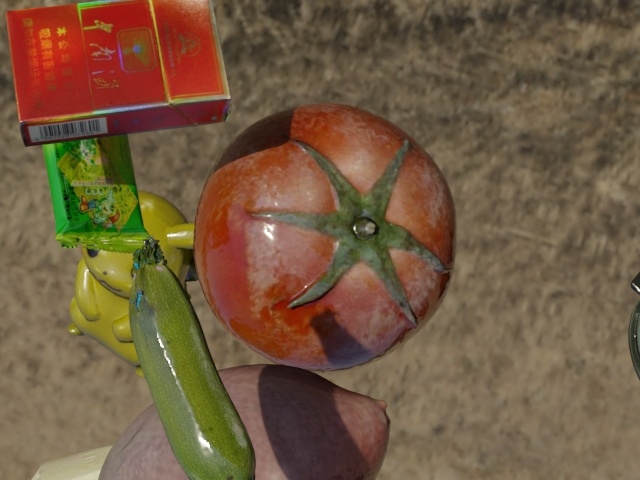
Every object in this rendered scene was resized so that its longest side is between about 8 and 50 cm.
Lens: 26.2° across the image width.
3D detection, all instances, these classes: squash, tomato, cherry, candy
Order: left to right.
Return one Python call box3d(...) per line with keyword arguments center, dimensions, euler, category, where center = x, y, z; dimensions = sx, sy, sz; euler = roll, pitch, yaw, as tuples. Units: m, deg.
box3d(center=(-0.215, -0.072, 1.292), dimensions=(0.102, 0.178, 0.032), euler=(0, 159, -37), category="candy")
box3d(center=(-0.088, 0.084, 0.888), dimensions=(0.052, 0.183, 0.052), euler=(-20, 166, -5), category="squash")
box3d(center=(-0.069, 0.199, 1.149), dimensions=(0.206, 0.239, 0.239), euler=(27, 159, 23), category="cherry")
box3d(center=(0.000, 0.000, 1.363), dimensions=(0.265, 0.265, 0.265), euler=(16, 155, 8), category="tomato")

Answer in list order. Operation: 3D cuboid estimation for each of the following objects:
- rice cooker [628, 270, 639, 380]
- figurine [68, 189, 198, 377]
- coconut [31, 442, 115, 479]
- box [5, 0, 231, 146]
box3d(center=(0.520, 0.113, 1.717), dimensions=(0.280, 0.241, 0.227), euler=(37, 149, 12), category="rice cooker")
box3d(center=(-0.241, 0.041, 1.901), dimensions=(0.218, 0.169, 0.326), euler=(29, 142, 10), category="figurine")
box3d(center=(-0.221, 0.339, 1.535), dimensions=(0.241, 0.241, 0.241), euler=(16, 155, 8), category="coconut")
box3d(center=(-0.170, -0.145, 1.156), dimensions=(0.175, 0.112, 0.048), euler=(-9, 157, -10), category="box")
